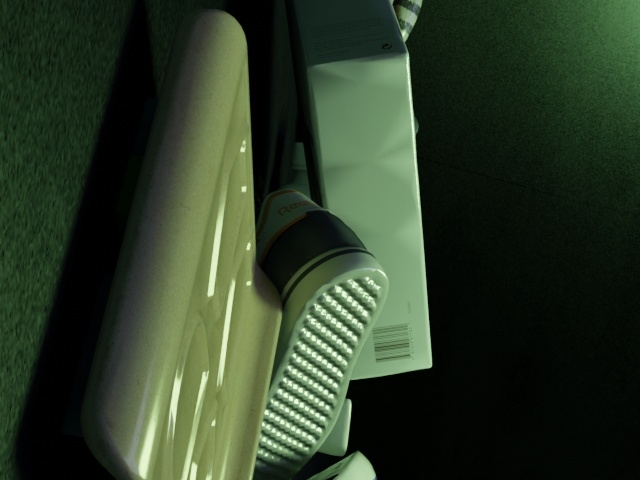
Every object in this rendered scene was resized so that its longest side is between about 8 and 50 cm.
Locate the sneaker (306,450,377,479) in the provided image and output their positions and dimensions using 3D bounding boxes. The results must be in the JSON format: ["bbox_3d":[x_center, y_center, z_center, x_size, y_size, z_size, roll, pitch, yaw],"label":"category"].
[{"bbox_3d":[0.033,0.334,1.550,0.236,0.130,0.323,62,-10,8],"label":"sneaker"}]

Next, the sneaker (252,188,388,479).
[{"bbox_3d":[-0.045,0.096,1.422,0.127,0.126,0.321,55,-47,33],"label":"sneaker"}]

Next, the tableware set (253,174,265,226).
[{"bbox_3d":[-0.052,0.017,1.667,0.128,0.039,0.194,60,9,-14],"label":"tableware set"}]

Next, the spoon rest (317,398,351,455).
[{"bbox_3d":[-0.025,0.139,1.639,0.276,0.084,0.137,-117,-147,-77],"label":"spoon rest"}]

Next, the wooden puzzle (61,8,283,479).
[{"bbox_3d":[-0.099,0.072,1.090,0.348,0.080,0.322,82,14,-57],"label":"wooden puzzle"}]

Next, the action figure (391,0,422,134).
[{"bbox_3d":[0.064,-0.230,2.128,0.341,0.178,0.330,88,0,-78],"label":"action figure"}]

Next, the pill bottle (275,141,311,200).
[{"bbox_3d":[0.000,0.000,1.933,0.124,0.124,0.222,-18,115,-85],"label":"pill bottle"}]

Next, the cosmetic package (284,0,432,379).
[{"bbox_3d":[0.032,-0.097,1.612,0.284,0.097,0.377,-98,-179,-51],"label":"cosmetic package"}]
